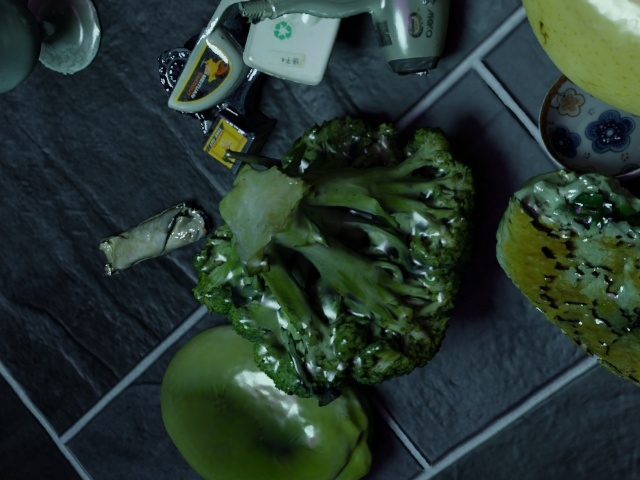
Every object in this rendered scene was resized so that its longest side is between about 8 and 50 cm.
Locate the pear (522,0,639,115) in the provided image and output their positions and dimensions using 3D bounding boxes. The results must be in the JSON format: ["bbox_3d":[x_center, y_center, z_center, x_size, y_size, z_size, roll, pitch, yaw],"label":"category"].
[{"bbox_3d":[0.317,-0.249,1.027,0.309,0.309,0.309,9,110,26],"label":"pear"}]

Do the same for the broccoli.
[{"bbox_3d":[0.000,0.000,1.281,0.304,0.283,0.321,27,86,33],"label":"broccoli"}]

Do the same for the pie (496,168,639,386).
[{"bbox_3d":[0.336,0.051,1.157,0.371,0.078,0.296,11,144,40],"label":"pie"}]

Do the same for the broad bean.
[{"bbox_3d":[-0.068,0.212,1.474,0.291,0.119,0.238,7,118,29],"label":"broad bean"}]

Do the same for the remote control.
[{"bbox_3d":[-0.009,-0.281,1.270,0.090,0.049,0.230,15,92,-10],"label":"remote control"}]

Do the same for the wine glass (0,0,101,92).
[{"bbox_3d":[-0.367,-0.236,1.419,0.127,0.241,0.126,8,110,23],"label":"wine glass"}]

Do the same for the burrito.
[{"bbox_3d":[-0.212,-0.002,1.528,0.171,0.042,0.051,-22,91,35],"label":"burrito"}]

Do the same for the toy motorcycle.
[{"bbox_3d":[-0.080,-0.220,1.362,0.157,0.091,0.263,37,122,4],"label":"toy motorcycle"}]

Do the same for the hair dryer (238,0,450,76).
[{"bbox_3d":[0.041,-0.296,1.236,0.088,0.225,0.218,1,78,67],"label":"hair dryer"}]

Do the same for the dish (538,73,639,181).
[{"bbox_3d":[0.295,-0.109,1.210,0.141,0.078,0.141,-10,64,22],"label":"dish"}]
